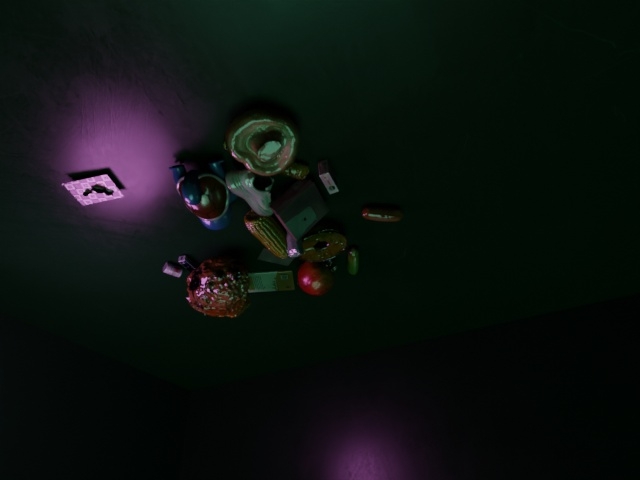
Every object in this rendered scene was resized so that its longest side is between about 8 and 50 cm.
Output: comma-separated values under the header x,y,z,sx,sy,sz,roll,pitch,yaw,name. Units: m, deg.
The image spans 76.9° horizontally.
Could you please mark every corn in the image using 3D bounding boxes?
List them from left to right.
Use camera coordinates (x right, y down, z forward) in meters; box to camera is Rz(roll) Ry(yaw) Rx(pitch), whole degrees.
x,y,z,sx,sy,sz,roll,pitch,yaw,name
-0.244,-0.031,1.961,0.131,0.131,0.344,-16,142,15,corn

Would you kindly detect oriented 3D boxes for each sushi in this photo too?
x,y,z,sx,sy,sz,roll,pitch,yaw,name
-0.965,-0.223,1.721,0.201,0.031,0.139,-11,142,3,sushi

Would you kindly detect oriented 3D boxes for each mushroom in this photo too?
x,y,z,sx,sy,sz,roll,pitch,yaw,name
-0.211,-0.364,1.507,0.279,0.145,0.277,-7,131,-8,mushroom

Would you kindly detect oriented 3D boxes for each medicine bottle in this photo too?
x,y,z,sx,sy,sz,roll,pitch,yaw,name
-0.810,0.161,2.213,0.091,0.058,0.058,27,133,-34,medicine bottle

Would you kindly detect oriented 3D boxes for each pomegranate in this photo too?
x,y,z,sx,sy,sz,roll,pitch,yaw,name
-0.015,0.193,2.230,0.235,0.210,0.210,-39,136,2,pomegranate

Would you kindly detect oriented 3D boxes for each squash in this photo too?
x,y,z,sx,sy,sz,roll,pitch,yaw,name
0.183,0.118,2.251,0.069,0.069,0.238,-4,143,-1,squash

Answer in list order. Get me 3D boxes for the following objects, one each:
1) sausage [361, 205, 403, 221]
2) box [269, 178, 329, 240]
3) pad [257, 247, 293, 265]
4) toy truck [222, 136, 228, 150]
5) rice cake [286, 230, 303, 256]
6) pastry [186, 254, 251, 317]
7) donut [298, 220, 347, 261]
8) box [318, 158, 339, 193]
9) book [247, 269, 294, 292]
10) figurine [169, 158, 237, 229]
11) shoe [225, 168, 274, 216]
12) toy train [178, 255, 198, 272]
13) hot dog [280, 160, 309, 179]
x,y,z,sx,sy,sz,roll,pitch,yaw,name
0.296,-0.128,1.937,0.198,0.076,0.076,5,142,-10,sausage
-0.093,-0.142,1.789,0.215,0.086,0.215,-45,142,-10,box
-0.243,0.095,2.228,0.188,0.006,0.113,15,139,-23,pad
-0.335,-0.380,1.565,0.084,0.048,0.054,5,140,-13,toy truck
-0.129,-0.015,1.948,0.069,0.206,0.063,-26,151,31,rice cake
-0.548,0.249,2.166,0.338,0.292,0.404,-4,145,-11,pastry
0.000,0.000,2.057,0.273,0.107,0.271,-7,145,-5,donut
0.034,-0.270,1.712,0.043,0.089,0.125,-17,142,15,box
-0.308,0.245,2.405,0.296,0.020,0.207,-3,143,-1,book
-0.472,-0.206,1.677,0.299,0.242,0.416,-15,163,-2,figurine
-0.249,-0.217,1.701,0.160,0.124,0.316,-21,151,23,shoe
-0.705,0.151,2.220,0.043,0.047,0.207,-13,143,12,toy train
-0.185,-0.311,1.657,0.290,0.068,0.083,12,133,-18,hot dog
